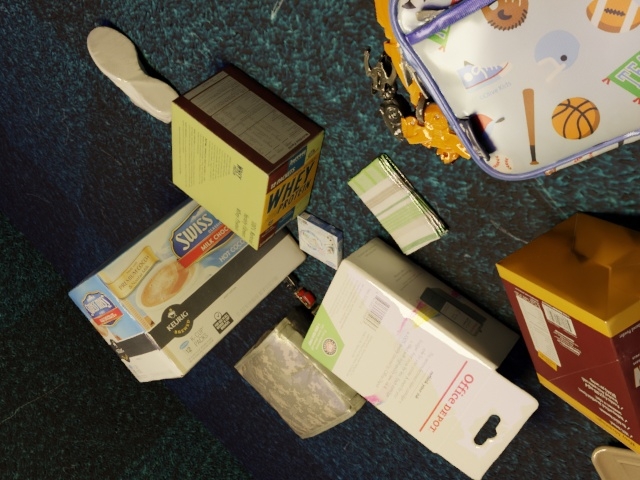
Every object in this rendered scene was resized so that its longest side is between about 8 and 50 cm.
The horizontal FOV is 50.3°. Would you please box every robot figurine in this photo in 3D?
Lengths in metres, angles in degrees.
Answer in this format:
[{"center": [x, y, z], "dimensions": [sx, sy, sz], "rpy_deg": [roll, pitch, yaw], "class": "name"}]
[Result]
[{"center": [0.144, -0.215, 0.748], "dimensions": [0.211, 0.085, 0.291], "rpy_deg": [23, 141, 34], "class": "robot figurine"}]

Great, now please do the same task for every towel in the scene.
[{"center": [0.112, -0.050, 1.035], "dimensions": [0.152, 0.023, 0.113], "rpy_deg": [49, 148, -4], "class": "towel"}]

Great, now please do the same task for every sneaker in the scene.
[{"center": [-0.353, -0.299, 1.272], "dimensions": [0.212, 0.080, 0.094], "rpy_deg": [47, 161, -3], "class": "sneaker"}]

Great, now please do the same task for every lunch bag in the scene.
[{"center": [-0.030, 0.274, 1.438], "dimensions": [0.235, 0.169, 0.287], "rpy_deg": [46, 153, 1], "class": "lunch bag"}, {"center": [0.212, -0.198, 0.575], "dimensions": [0.303, 0.115, 0.243], "rpy_deg": [-23, 112, 33], "class": "lunch bag"}]

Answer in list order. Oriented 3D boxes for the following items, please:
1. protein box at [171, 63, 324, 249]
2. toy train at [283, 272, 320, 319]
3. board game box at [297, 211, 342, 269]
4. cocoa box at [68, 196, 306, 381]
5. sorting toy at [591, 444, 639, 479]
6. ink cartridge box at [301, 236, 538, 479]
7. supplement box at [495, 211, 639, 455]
[{"center": [-0.124, -0.134, 1.114], "dimensions": [0.201, 0.136, 0.200], "rpy_deg": [38, 147, 15], "class": "protein box"}, {"center": [-0.029, 0.119, 1.396], "dimensions": [0.158, 0.027, 0.036], "rpy_deg": [49, 138, -3], "class": "toy train"}, {"center": [0.000, 0.000, 1.229], "dimensions": [0.090, 0.020, 0.090], "rpy_deg": [30, 145, 25], "class": "board game box"}, {"center": [-0.249, 0.063, 1.287], "dimensions": [0.228, 0.347, 0.231], "rpy_deg": [53, 147, -10], "class": "cocoa box"}, {"center": [0.570, 0.426, 1.015], "dimensions": [0.229, 0.041, 0.307], "rpy_deg": [-10, 118, 49], "class": "sorting toy"}, {"center": [0.165, 0.183, 1.085], "dimensions": [0.353, 0.119, 0.207], "rpy_deg": [36, 125, 18], "class": "ink cartridge box"}, {"center": [0.331, 0.100, 0.770], "dimensions": [0.194, 0.129, 0.191], "rpy_deg": [63, 170, -23], "class": "supplement box"}]
